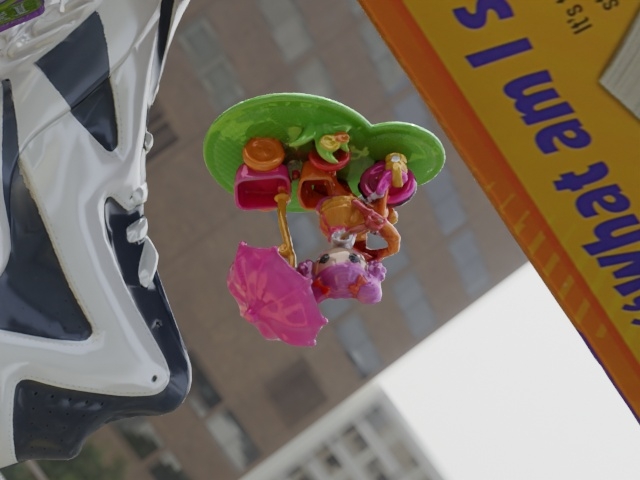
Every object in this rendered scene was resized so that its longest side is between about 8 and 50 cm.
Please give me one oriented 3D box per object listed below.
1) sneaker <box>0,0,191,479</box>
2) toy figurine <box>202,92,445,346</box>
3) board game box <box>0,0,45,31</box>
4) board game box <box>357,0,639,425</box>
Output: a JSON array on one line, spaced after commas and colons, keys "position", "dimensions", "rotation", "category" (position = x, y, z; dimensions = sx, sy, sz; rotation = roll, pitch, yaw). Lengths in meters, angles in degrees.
[{"position": [-0.087, -0.012, 0.643], "dimensions": [0.094, 0.235, 0.153], "rotation": [9, -32, 36], "category": "sneaker"}, {"position": [0.000, 0.000, 1.262], "dimensions": [0.130, 0.173, 0.159], "rotation": [90, 2, -53], "category": "toy figurine"}, {"position": [-0.161, -0.037, 0.370], "dimensions": [0.347, 0.208, 0.056], "rotation": [-161, -130, -82], "category": "board game box"}, {"position": [0.181, -0.218, 0.678], "dimensions": [0.356, 0.356, 0.356], "rotation": [54, 20, -30], "category": "board game box"}]
